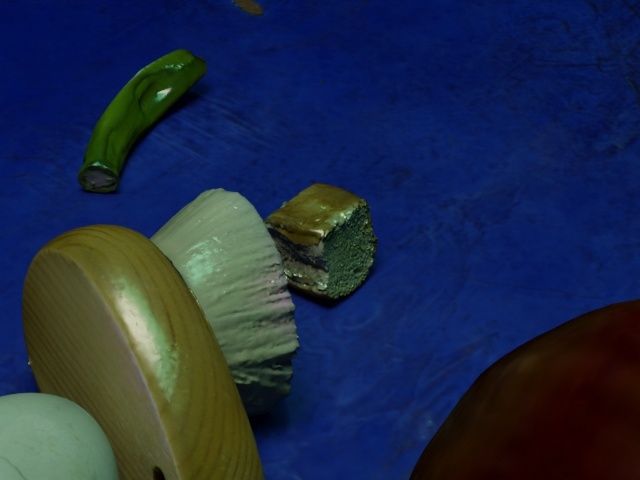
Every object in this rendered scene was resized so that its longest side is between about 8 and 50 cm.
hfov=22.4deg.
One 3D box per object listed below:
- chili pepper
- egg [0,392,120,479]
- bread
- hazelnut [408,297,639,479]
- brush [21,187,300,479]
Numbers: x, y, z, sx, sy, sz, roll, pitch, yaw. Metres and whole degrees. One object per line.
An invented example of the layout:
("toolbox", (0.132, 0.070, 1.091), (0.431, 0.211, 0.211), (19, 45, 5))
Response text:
("chili pepper", (-0.173, -0.116, 1.507), (0.052, 0.050, 0.201), (44, 45, -14))
("egg", (-0.208, 0.184, 1.059), (0.151, 0.151, 0.209), (13, 39, 10))
("bread", (-0.001, 0.001, 1.365), (0.070, 0.076, 0.083), (19, 40, 34))
("hazelnut", (0.245, 0.193, 0.961), (0.421, 0.352, 0.421), (-11, 7, 1))
("brush", (-0.093, 0.094, 1.179), (0.166, 0.174, 0.266), (-12, 50, -33))
